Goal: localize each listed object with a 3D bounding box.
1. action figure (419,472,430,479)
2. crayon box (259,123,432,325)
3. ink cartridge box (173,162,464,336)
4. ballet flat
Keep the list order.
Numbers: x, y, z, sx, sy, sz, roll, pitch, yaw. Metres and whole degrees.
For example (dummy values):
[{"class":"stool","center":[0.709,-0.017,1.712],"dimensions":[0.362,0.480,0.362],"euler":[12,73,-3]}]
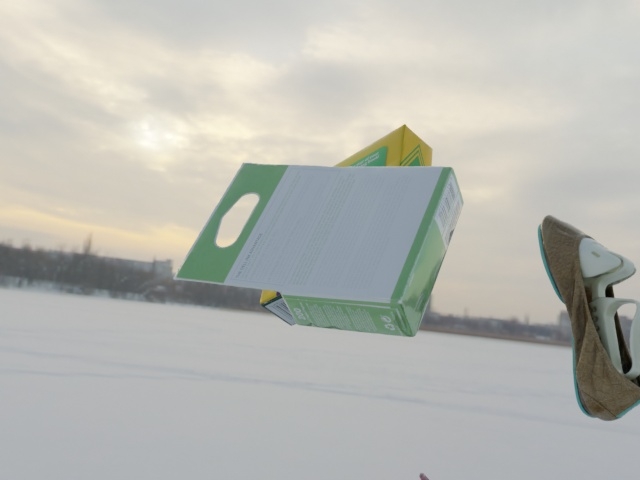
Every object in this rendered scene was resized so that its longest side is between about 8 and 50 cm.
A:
[{"class":"action figure","center":[0.168,0.352,0.657],"dimensions":[0.248,0.370,0.276],"euler":[-27,-6,-5]},{"class":"crayon box","center":[0.055,-0.028,1.676],"dimensions":[0.363,0.313,0.106],"euler":[-27,-52,38]},{"class":"ink cartridge box","center":[0.000,0.000,0.781],"dimensions":[0.235,0.171,0.056],"euler":[3,-42,29]},{"class":"ballet flat","center":[0.426,0.098,1.238],"dimensions":[0.116,0.342,0.124],"euler":[18,-34,-35]}]
